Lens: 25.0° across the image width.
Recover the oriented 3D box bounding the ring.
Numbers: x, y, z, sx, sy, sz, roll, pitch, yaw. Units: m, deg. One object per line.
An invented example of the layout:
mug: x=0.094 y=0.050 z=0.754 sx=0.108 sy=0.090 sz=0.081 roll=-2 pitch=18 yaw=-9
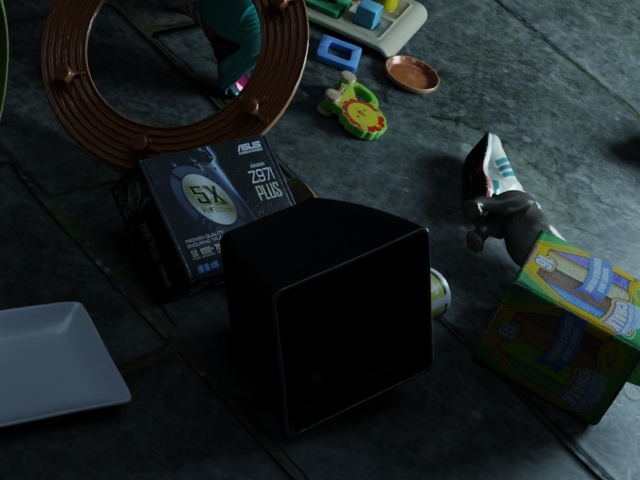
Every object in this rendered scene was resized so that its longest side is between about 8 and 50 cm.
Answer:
ring: x=-0.181 y=-0.242 z=1.744 sx=0.337 sy=0.032 sz=0.336 roll=-3 pitch=73 yaw=9

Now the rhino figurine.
rhino figurine: x=0.284 y=0.031 z=1.797 sx=0.106 sy=0.073 sz=0.243 roll=-26 pitch=67 yaw=-40

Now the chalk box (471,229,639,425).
chalk box: x=0.308 y=0.111 z=1.664 sx=0.213 sy=0.132 sz=0.132 roll=28 pitch=37 yaw=9

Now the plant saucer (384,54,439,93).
plant saucer: x=0.132 y=-0.239 z=2.094 sx=0.083 sy=0.013 sz=0.083 roll=14 pitch=39 yaw=-12

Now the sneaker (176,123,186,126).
sneaker: x=-0.113 y=-0.097 z=1.749 sx=0.162 sy=0.073 sz=0.063 roll=37 pitch=40 yaw=19

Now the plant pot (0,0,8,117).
plant pot: x=-0.522 y=-0.187 z=1.525 sx=0.293 sy=0.275 sz=0.275 roll=10 pitch=36 yaw=9

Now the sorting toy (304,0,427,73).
sorting toy: x=0.055 y=-0.364 z=2.179 sx=0.196 sy=0.047 sz=0.347 roll=29 pitch=37 yaw=8

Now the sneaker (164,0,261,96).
sneaker: x=-0.114 y=-0.279 z=1.936 sx=0.124 sy=0.178 sz=0.295 roll=-27 pitch=15 yaw=-11

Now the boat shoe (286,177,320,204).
boat shoe: x=0.000 y=0.000 z=1.709 sx=0.060 sy=0.064 sz=0.178 roll=27 pitch=25 yaw=-51

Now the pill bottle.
pill bottle: x=0.091 y=0.076 z=1.650 sx=0.065 sy=0.065 sz=0.116 roll=42 pitch=41 yaw=23

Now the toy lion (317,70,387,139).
toy lion: x=0.050 y=-0.179 z=1.970 sx=0.096 sy=0.034 sz=0.100 roll=33 pitch=38 yaw=1

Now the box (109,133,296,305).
box: x=-0.120 y=-0.026 z=1.612 sx=0.180 sy=0.077 sz=0.147 roll=-15 pitch=77 yaw=-39

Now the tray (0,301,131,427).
tray: x=-0.331 y=0.134 z=1.396 sx=0.270 sy=0.030 sz=0.145 roll=-8 pitch=46 yaw=-33

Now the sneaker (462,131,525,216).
sneaker: x=0.236 y=-0.078 z=1.930 sx=0.075 sy=0.057 sz=0.161 roll=31 pitch=34 yaw=-16

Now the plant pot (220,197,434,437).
plant pot: x=-0.005 y=0.058 z=1.516 sx=0.188 sy=0.187 sz=0.167 roll=-22 pitch=38 yaw=-24
